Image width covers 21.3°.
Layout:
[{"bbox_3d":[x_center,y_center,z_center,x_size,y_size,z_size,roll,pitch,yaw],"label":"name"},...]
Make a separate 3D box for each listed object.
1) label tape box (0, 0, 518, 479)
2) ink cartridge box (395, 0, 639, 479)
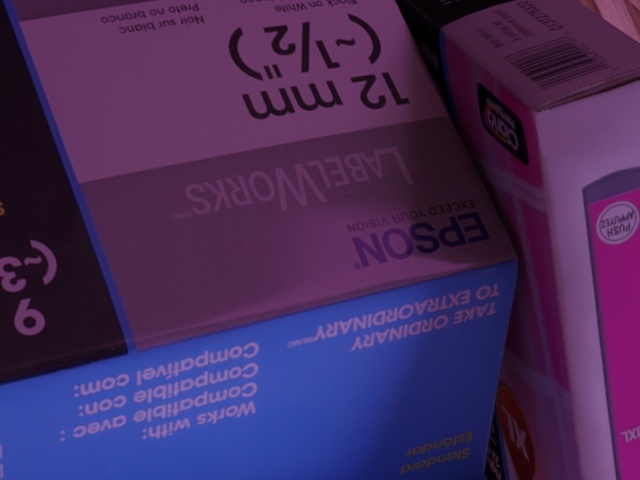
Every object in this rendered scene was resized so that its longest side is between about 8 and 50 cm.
[{"bbox_3d":[-0.065,0.005,0.664,0.249,0.115,0.348,-12,62,-23],"label":"label tape box"},{"bbox_3d":[0.107,0.065,0.761,0.176,0.069,0.371,-126,-160,-59],"label":"ink cartridge box"}]
